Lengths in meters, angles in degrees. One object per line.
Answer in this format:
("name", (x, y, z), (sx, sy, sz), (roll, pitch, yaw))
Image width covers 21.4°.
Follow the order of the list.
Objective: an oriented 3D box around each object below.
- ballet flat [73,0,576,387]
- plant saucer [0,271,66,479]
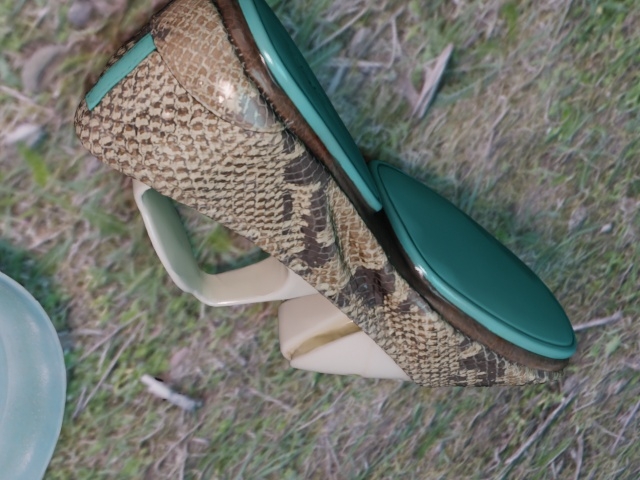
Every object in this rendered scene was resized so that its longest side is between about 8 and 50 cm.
("ballet flat", (0.000, 0.000, 1.193), (0.182, 0.164, 0.483), (-34, 138, 15))
("plant saucer", (-0.309, 0.133, 1.069), (0.317, 0.043, 0.317), (-25, 136, -27))
